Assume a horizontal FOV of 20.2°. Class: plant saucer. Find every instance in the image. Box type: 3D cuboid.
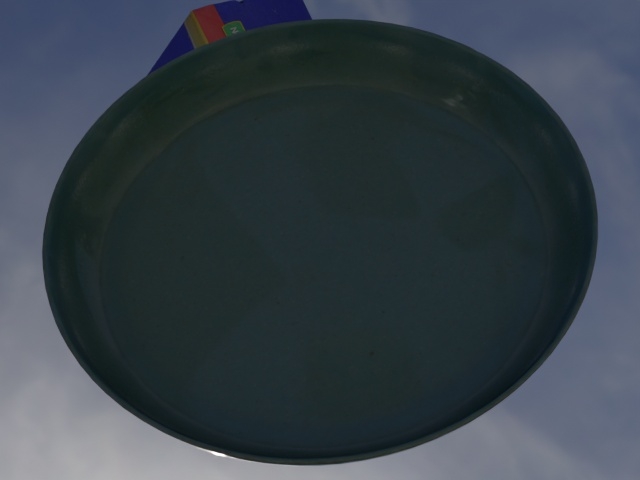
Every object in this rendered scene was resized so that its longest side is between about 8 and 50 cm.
[{"bbox_3d":[0.000,0.000,1.041,0.317,0.317,0.044,-26,-35,-13],"label":"plant saucer"}]

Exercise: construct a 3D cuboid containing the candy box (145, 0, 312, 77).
[{"bbox_3d":[-0.069,-0.043,1.680,0.122,0.268,0.317,-20,-12,-31],"label":"candy box"}]
